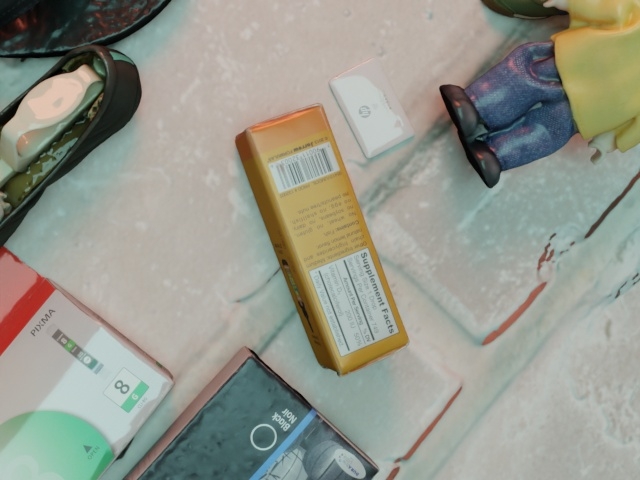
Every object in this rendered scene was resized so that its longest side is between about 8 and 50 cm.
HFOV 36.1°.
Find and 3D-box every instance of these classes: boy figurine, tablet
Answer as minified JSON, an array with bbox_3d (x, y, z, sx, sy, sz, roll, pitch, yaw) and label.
[{"bbox_3d":[0.250,-0.161,0.878,0.285,0.092,0.177,-28,113,7],"label":"boy figurine"},{"bbox_3d":[0.049,-0.126,0.929,0.054,0.006,0.083,-28,95,-9],"label":"tablet"}]

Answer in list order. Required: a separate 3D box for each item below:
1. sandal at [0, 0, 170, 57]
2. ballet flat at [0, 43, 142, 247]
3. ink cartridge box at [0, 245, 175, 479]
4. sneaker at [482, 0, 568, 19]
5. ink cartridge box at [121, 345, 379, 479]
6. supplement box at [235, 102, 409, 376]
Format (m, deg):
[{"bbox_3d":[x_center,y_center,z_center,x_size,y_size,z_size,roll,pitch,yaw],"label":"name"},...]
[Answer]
[{"bbox_3d":[-0.314,-0.230,0.809,0.445,0.107,0.168,-10,93,-10],"label":"sandal"},{"bbox_3d":[-0.270,-0.068,0.825,0.095,0.096,0.280,43,83,5],"label":"ballet flat"},{"bbox_3d":[-0.269,0.123,0.852,0.224,0.056,0.181,40,83,-10],"label":"ink cartridge box"},{"bbox_3d":[0.254,-0.245,0.925,0.192,0.086,0.064,2,90,-10],"label":"sneaker"},{"bbox_3d":[-0.117,0.272,0.877,0.165,0.065,0.333,42,84,-9],"label":"ink cartridge box"},{"bbox_3d":[0.000,0.000,0.887,0.080,0.078,0.234,-20,95,-13],"label":"supplement box"}]
